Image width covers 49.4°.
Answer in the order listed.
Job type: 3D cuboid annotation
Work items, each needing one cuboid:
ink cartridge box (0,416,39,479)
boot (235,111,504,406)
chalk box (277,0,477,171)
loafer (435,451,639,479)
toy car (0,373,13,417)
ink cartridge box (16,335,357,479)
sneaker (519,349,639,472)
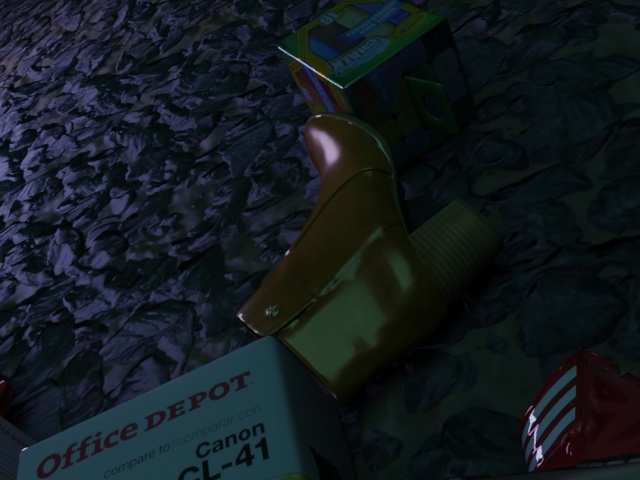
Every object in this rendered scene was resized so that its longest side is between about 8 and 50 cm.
[{"bbox_3d":[-0.320,0.225,0.623,0.090,0.092,0.143,-26,39,7],"label":"ink cartridge box"},{"bbox_3d":[0.001,0.001,0.651,0.211,0.104,0.295,-38,45,-10],"label":"boot"},{"bbox_3d":[0.072,-0.167,0.759,0.132,0.132,0.213,-35,39,-6],"label":"chalk box"},{"bbox_3d":[0.141,0.153,0.337,0.268,0.102,0.092,-20,69,32],"label":"loafer"},{"bbox_3d":[-0.430,0.157,0.789,0.239,0.053,0.225,-23,40,8],"label":"toy car"},{"bbox_3d":[-0.077,0.243,0.430,0.226,0.131,0.306,-25,42,6],"label":"ink cartridge box"},{"bbox_3d":[0.226,0.101,0.428,0.221,0.087,0.128,-22,42,8],"label":"sneaker"}]
